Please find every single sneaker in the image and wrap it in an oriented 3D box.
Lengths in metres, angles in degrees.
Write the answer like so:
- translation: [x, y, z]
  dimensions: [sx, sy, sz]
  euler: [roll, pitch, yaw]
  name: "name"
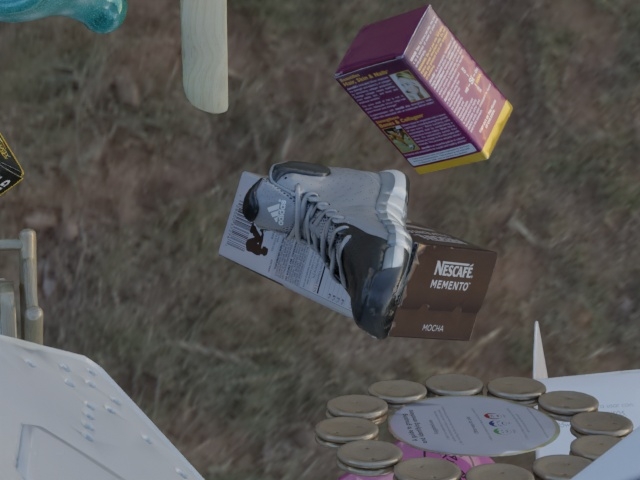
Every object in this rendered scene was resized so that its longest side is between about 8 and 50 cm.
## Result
- translation: [0.000, 0.000, 1.237]
  dimensions: [0.132, 0.229, 0.086]
  euler: [13, 113, -3]
  name: "sneaker"

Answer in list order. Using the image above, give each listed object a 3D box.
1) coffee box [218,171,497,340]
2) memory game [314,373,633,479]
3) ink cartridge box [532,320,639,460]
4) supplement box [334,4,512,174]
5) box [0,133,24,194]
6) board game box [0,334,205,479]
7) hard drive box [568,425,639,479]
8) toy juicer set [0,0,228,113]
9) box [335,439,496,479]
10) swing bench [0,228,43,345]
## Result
- translation: [0.043, 0.018, 1.935]
  dimensions: [0.168, 0.297, 0.119]
  euler: [8, 102, -50]
  name: "coffee box"
- translation: [0.088, 0.110, 0.895]
  dimensions: [0.186, 0.186, 0.012]
  euler: [-3, 105, -14]
  name: "memory game"
- translation: [0.270, 0.263, 1.473]
  dimensions: [0.119, 0.207, 0.353]
  euler: [-6, 50, 11]
  name: "ink cartridge box"
- translation: [0.058, -0.082, 0.872]
  dimensions: [0.083, 0.055, 0.043]
  euler: [47, 54, -28]
  name: "supplement box"
- translation: [-0.530, -0.135, 1.812]
  dimensions: [0.257, 0.079, 0.322]
  euler: [-36, 75, 6]
  name: "box"
- translation: [-0.185, 0.195, 1.145]
  dimensions: [0.390, 0.390, 0.050]
  euler: [43, 99, 30]
  name: "board game box"
- translation: [0.123, 0.175, 0.530]
  dimensions: [0.232, 0.089, 0.181]
  euler: [-41, 44, 13]
  name: "hard drive box"
- translation: [-0.176, -0.214, 0.941]
  dimensions: [0.329, 0.209, 0.089]
  euler: [16, 41, -16]
  name: "toy juicer set"
- translation: [0.070, 0.255, 0.915]
  dimensions: [0.243, 0.117, 0.213]
  euler: [45, 43, 20]
  name: "box"
- translation: [-0.423, 0.137, 1.666]
  dimensions: [0.253, 0.255, 0.165]
  euler: [-1, 33, -13]
  name: "swing bench"
